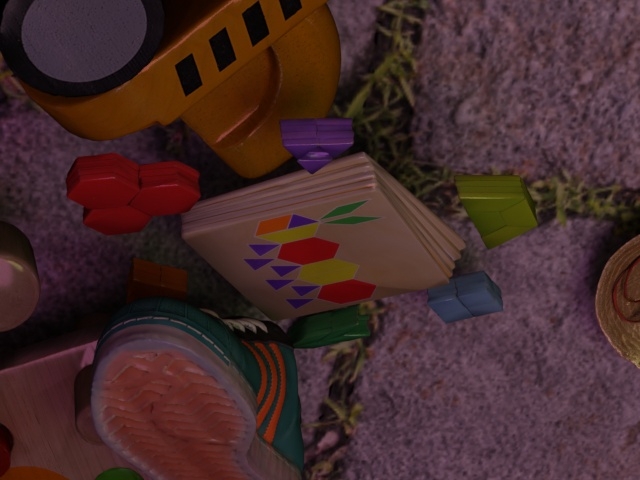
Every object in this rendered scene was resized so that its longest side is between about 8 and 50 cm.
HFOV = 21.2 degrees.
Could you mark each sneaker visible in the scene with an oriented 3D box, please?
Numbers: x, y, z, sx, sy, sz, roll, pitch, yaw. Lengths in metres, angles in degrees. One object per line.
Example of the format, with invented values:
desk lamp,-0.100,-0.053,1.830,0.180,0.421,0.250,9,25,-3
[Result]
sneaker,-0.078,0.093,1.149,0.108,0.121,0.302,-4,152,10

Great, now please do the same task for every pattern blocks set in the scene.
pattern blocks set,0.000,0.000,1.134,0.285,0.026,0.325,-9,155,8

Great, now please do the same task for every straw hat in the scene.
straw hat,0.279,0.035,1.294,0.144,0.061,0.144,2,111,5

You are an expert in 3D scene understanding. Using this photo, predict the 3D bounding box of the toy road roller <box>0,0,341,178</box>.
toy road roller,-0.048,-0.190,1.038,0.329,0.202,0.240,-36,133,9

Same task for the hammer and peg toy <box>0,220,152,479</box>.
hammer and peg toy,-0.238,0.153,1.214,0.266,0.127,0.361,-19,120,1
